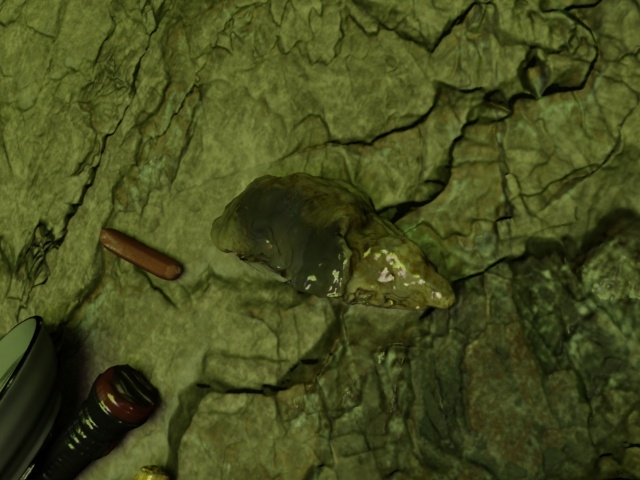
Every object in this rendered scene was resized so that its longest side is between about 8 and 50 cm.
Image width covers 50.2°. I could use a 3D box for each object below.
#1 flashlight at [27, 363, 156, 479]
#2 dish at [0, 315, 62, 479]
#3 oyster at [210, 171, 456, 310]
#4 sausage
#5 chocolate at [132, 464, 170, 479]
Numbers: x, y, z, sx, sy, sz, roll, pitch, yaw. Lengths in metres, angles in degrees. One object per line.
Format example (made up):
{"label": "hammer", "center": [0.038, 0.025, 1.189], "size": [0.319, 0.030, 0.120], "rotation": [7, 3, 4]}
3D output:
{"label": "flashlight", "center": [-0.320, 0.271, 0.922], "size": [0.232, 0.093, 0.093], "rotation": [-47, 67, 14]}
{"label": "dish", "center": [-0.437, 0.258, 0.921], "size": [0.316, 0.106, 0.316], "rotation": [-40, 27, 25]}
{"label": "oyster", "center": [-0.004, 0.001, 0.806], "size": [0.341, 0.110, 0.166], "rotation": [35, 91, 37]}
{"label": "sausage", "center": [-0.252, 0.020, 0.957], "size": [0.147, 0.030, 0.035], "rotation": [26, 95, 25]}
{"label": "chocolate", "center": [-0.249, 0.396, 0.877], "size": [0.085, 0.085, 0.219], "rotation": [22, 87, 25]}
